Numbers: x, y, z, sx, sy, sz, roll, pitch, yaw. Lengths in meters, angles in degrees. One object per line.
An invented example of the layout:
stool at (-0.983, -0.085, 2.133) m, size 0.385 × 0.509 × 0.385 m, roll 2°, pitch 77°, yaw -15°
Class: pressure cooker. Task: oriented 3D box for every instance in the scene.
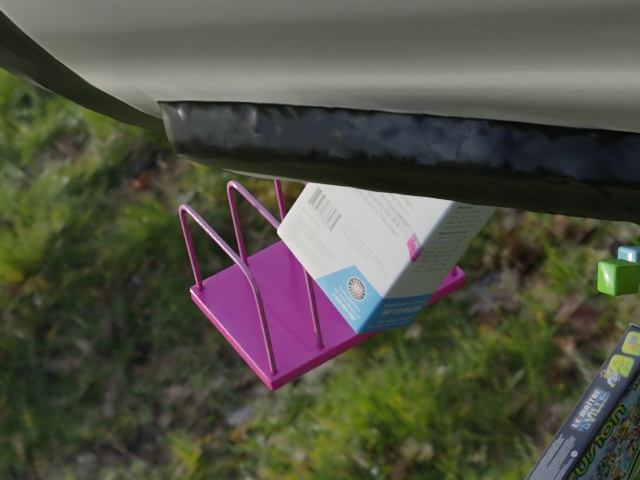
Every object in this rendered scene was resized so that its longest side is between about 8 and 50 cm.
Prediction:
pressure cooker at (0.038, -0.208, 0.461) m, size 0.420 × 0.370 × 0.375 m, roll 5°, pitch 63°, yaw 40°

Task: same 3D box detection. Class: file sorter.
file sorter at (0.000, 0.000, 1.906) m, size 0.290 × 0.182 × 0.202 m, roll -27°, pitch 46°, yaw -19°

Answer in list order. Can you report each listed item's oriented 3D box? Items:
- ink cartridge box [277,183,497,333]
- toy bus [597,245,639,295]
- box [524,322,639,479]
ink cartridge box at (0.060, -0.037, 1.050) m, size 0.104 × 0.061 × 0.181 m, roll 51°, pitch 123°, yaw 27°
toy bus at (0.342, -0.002, 1.291) m, size 0.202 × 0.191 × 0.104 m, roll -141°, pitch 48°, yaw -76°
box at (0.276, 0.195, 1.501) m, size 0.036 × 0.114 × 0.207 m, roll 26°, pitch 75°, yaw 42°
